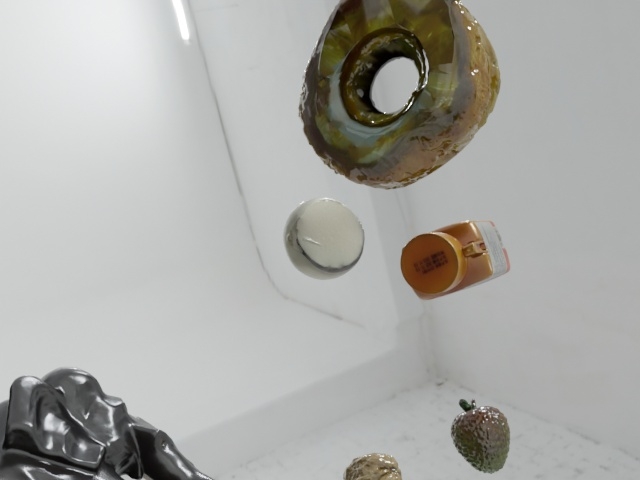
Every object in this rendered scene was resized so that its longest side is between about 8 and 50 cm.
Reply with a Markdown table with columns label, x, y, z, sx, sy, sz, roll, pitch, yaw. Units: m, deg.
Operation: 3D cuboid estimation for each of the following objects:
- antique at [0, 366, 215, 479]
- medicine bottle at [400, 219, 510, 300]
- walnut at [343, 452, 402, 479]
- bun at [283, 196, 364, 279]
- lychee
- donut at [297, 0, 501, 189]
| label | x | y | z | sx | sy | sz | roll | pitch | yaw |
| --- | --- | --- | --- | --- | --- | --- | --- | --- | --- |
| antique | -0.245 | 0.264 | 0.588 | 0.255 | 0.322 | 0.185 | 37 | -53 | 19 |
| medicine bottle | 0.229 | 0.035 | 1.178 | 0.150 | 0.222 | 0.111 | -24 | -100 | 28 |
| walnut | 0.074 | 0.353 | 0.977 | 0.096 | 0.083 | 0.078 | -41 | -128 | 31 |
| bun | 0.000 | 0.000 | 1.392 | 0.120 | 0.173 | 0.172 | -31 | -101 | 60 |
| lychee | 0.305 | 0.369 | 1.279 | 0.114 | 0.114 | 0.146 | 109 | -28 | -53 |
| donut | 0.111 | -0.238 | 1.024 | 0.160 | 0.330 | 0.329 | -31 | 105 | -72 |
